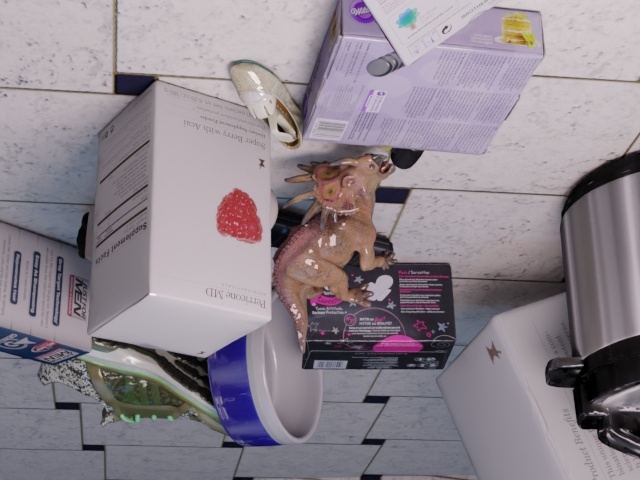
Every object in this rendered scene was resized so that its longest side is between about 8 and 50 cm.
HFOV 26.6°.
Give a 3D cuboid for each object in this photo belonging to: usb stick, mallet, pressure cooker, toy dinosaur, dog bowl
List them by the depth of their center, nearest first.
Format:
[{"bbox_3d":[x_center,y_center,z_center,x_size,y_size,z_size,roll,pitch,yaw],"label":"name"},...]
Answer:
[{"bbox_3d":[0.051,-0.139,1.810,0.189,0.039,0.062,12,153,-19],"label":"mallet"},{"bbox_3d":[0.000,0.000,1.881,0.127,0.296,0.200,36,-174,38],"label":"toy dinosaur"},{"bbox_3d":[0.540,0.116,1.925,0.375,0.420,0.370,20,149,-38],"label":"pressure cooker"},{"bbox_3d":[-0.016,-0.006,2.086,0.278,0.045,0.077,14,145,-30],"label":"usb stick"},{"bbox_3d":[-0.090,0.218,2.314,0.104,0.265,0.265,-8,155,21],"label":"dog bowl"}]

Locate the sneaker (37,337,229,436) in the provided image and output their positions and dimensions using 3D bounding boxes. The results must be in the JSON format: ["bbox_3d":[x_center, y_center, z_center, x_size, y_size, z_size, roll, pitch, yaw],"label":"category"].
[{"bbox_3d":[-0.311,0.258,2.366,0.410,0.158,0.182,29,114,-5],"label":"sneaker"}]

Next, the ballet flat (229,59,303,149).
[{"bbox_3d":[-0.061,-0.167,1.710,0.057,0.052,0.168,-11,152,25],"label":"ballet flat"}]

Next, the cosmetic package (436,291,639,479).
[{"bbox_3d":[0.463,0.266,2.239,0.393,0.329,0.327,-16,161,-20],"label":"cosmetic package"}]

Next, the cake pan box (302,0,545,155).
[{"bbox_3d":[0.116,-0.192,1.651,0.245,0.070,0.267,5,155,-8],"label":"cake pan box"}]

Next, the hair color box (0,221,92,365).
[{"bbox_3d":[-0.512,0.064,2.063,0.105,0.174,0.347,-22,148,40],"label":"hair color box"}]

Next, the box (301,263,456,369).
[{"bbox_3d":[0.092,0.128,2.273,0.247,0.142,0.163,1,157,-3],"label":"box"}]

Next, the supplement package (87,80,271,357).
[{"bbox_3d":[-0.178,-0.022,1.741,0.177,0.293,0.175,14,152,-32],"label":"supplement package"}]

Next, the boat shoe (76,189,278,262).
[{"bbox_3d":[-0.180,-0.015,1.988,0.340,0.127,0.158,-6,162,31],"label":"boat shoe"}]

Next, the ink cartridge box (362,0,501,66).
[{"bbox_3d":[0.099,-0.310,1.313,0.186,0.065,0.311,-34,151,6],"label":"ink cartridge box"}]
